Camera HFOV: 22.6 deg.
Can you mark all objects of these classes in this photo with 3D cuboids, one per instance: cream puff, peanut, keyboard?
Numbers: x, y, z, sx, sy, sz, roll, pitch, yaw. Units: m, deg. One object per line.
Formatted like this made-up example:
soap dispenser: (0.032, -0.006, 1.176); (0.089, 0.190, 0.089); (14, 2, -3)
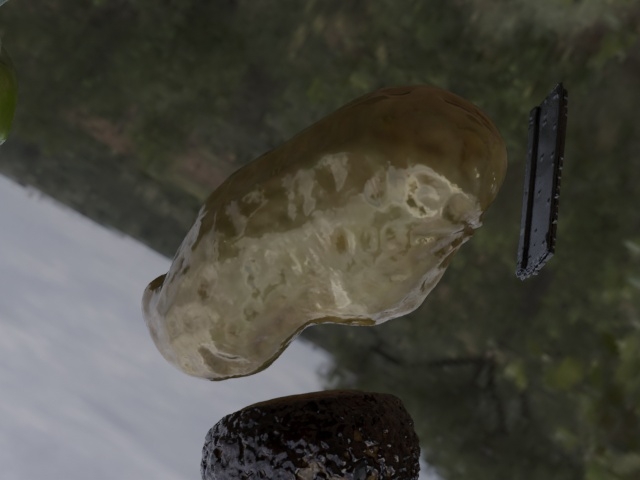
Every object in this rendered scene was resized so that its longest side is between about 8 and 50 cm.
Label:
cream puff: (-0.009, 0.246, 1.708); (0.239, 0.165, 0.239); (-9, 169, -2)
peanut: (0.000, 0.000, 1.460); (0.192, 0.387, 0.169); (53, -160, -15)
keyboard: (0.246, -0.066, 1.755); (0.023, 0.231, 0.072); (19, 146, -14)

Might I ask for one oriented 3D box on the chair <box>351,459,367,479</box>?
chair: (-0.015, 0.256, 0.951); (0.149, 0.174, 0.213); (51, 141, 9)

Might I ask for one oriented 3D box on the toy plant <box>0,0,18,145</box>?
toy plant: (-0.175, -0.179, 0.836); (0.184, 0.316, 0.224); (43, -179, 11)
